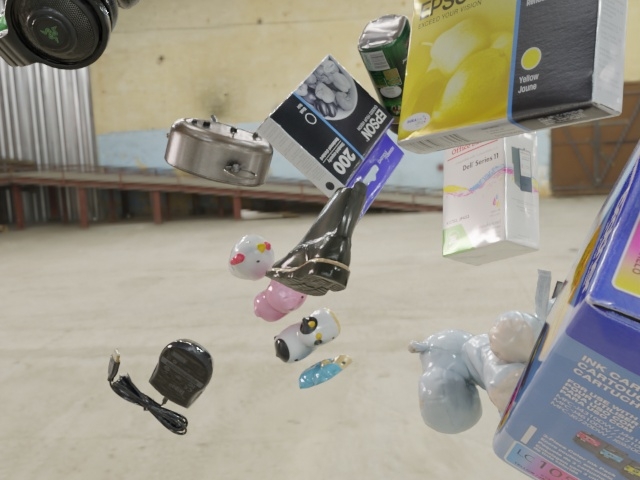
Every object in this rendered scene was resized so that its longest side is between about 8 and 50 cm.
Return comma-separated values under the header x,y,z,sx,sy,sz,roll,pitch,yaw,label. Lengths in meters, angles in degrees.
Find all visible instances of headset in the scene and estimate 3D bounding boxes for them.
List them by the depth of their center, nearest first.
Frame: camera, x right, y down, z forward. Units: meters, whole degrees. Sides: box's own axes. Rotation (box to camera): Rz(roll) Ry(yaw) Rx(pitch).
x,y,z,sx,sy,sz,roll,pitch,yaw,label
-0.319,-0.360,0.962,0.394,0.185,0.243,0,51,40,headset

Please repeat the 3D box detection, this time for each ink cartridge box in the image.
x,y,z,sx,sy,sz,roll,pitch,yaw,label
0.272,0.028,0.543,0.151,0.270,0.395,26,-26,15,ink cartridge box
0.236,-0.282,0.929,0.072,0.307,0.304,11,-10,-36,ink cartridge box
0.034,-0.160,1.127,0.045,0.208,0.206,-36,14,47,ink cartridge box
0.394,-0.137,1.711,0.119,0.353,0.207,14,-20,-31,ink cartridge box

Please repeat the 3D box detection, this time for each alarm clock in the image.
x,y,z,sx,sy,sz,roll,pitch,yaw,label
-0.117,-0.105,0.891,0.129,0.064,0.192,9,19,-26,alarm clock

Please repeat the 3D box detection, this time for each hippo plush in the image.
x,y,z,sx,sy,sz,roll,pitch,yaw,label
0.251,0.193,1.172,0.237,0.294,0.234,-10,-31,31,hippo plush

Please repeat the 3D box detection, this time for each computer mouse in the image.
x,y,z,sx,sy,sz,roll,pitch,yaw,label
-0.278,0.222,1.285,0.184,0.262,0.060,31,43,4,computer mouse

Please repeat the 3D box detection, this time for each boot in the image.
x,y,z,sx,sy,sz,roll,pitch,yaw,label
0.000,0.000,0.998,0.077,0.137,0.198,25,-16,-26,boot

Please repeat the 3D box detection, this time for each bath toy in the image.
x,y,z,sx,sy,sz,roll,pitch,yaw,label
-0.074,0.134,1.495,0.151,0.348,0.129,-35,-9,8,bath toy

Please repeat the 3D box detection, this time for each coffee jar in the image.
x,y,z,sx,sy,sz,roll,pitch,yaw,label
0.126,-0.264,1.189,0.079,0.184,0.096,-2,47,26,coffee jar

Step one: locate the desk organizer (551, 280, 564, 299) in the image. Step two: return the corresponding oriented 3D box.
x,y,z,sx,sy,sz,roll,pitch,yaw,label
0.604,0.138,1.685,0.130,0.047,0.050,16,-17,24,desk organizer
